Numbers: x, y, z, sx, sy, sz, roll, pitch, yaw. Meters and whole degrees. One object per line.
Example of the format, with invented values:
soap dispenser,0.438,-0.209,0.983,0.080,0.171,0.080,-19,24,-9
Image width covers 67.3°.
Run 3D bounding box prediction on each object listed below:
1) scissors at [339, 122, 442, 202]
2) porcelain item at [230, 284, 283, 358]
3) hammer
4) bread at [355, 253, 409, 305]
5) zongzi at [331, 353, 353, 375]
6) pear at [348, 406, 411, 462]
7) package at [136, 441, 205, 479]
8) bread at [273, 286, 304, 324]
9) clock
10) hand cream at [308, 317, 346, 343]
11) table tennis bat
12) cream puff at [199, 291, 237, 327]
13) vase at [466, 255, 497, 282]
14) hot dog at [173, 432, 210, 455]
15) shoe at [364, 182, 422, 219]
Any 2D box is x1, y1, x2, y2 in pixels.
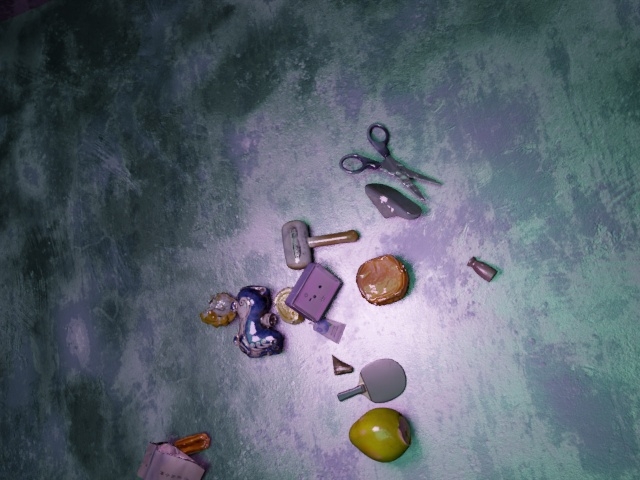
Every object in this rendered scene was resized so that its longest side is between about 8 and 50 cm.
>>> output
scissors,0.287,-0.287,1.869,0.383,0.029,0.256,35,77,17
porcelain item,-0.246,0.321,1.905,0.186,0.138,0.288,-5,84,23
hammer,0.000,0.000,1.904,0.305,0.113,0.202,-11,82,10
bread,0.237,0.154,1.806,0.199,0.104,0.199,-4,77,15
zongzi,0.084,0.472,1.846,0.076,0.040,0.083,-12,61,8
pear,0.207,0.691,1.705,0.219,0.187,0.188,-28,75,25
package,-0.607,0.936,1.955,0.250,0.062,0.204,26,108,3
bread,-0.115,0.263,1.918,0.117,0.064,0.156,-31,76,15
clock,-0.030,0.198,1.836,0.144,0.073,0.193,39,73,-22
hand cream,0.021,0.340,1.877,0.142,0.053,0.084,22,89,9
table tennis bat,0.190,0.544,1.807,0.274,0.021,0.154,-25,75,10
cream puff,-0.420,0.294,1.986,0.121,0.156,0.156,33,93,-24
vase,0.582,0.102,1.734,0.100,0.053,0.053,39,94,23
hot dog,-0.528,0.838,1.971,0.165,0.045,0.071,-21,75,13
shoe,0.271,-0.135,1.847,0.251,0.103,0.100,34,129,29
